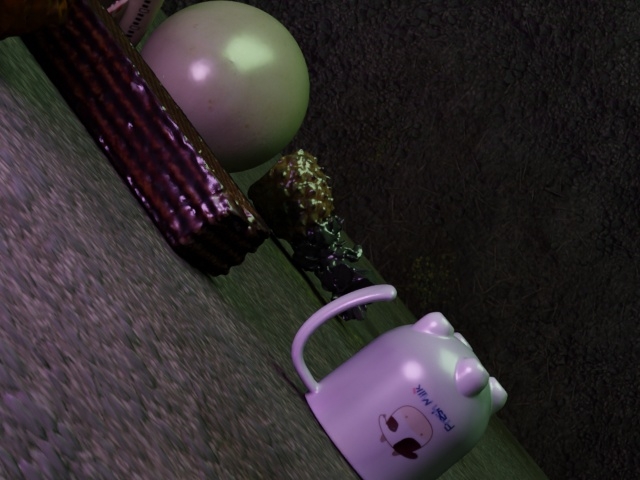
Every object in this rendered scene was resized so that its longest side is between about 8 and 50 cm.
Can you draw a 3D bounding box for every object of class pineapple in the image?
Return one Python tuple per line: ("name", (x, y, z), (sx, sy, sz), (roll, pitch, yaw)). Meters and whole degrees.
("pineapple", (0.000, 0.000, 2.484), (0.237, 0.111, 0.119), (56, 34, 0))

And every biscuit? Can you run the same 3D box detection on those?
("biscuit", (-0.182, -0.130, 1.700), (0.388, 0.073, 0.107), (52, 5, 24))

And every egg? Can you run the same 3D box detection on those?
("egg", (-0.110, -0.167, 2.037), (0.188, 0.188, 0.253), (52, 13, 8))

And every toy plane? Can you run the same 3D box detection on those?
("toy plane", (-0.199, -0.266, 1.992), (0.104, 0.242, 0.256), (50, -38, -11))

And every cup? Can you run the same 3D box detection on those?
("cup", (0.070, 0.129, 1.671), (0.173, 0.142, 0.134), (52, 4, 16))

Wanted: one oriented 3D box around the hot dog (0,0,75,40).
("hot dog", (-0.298, -0.329, 1.394), (0.387, 0.174, 0.267), (48, 19, -29))
